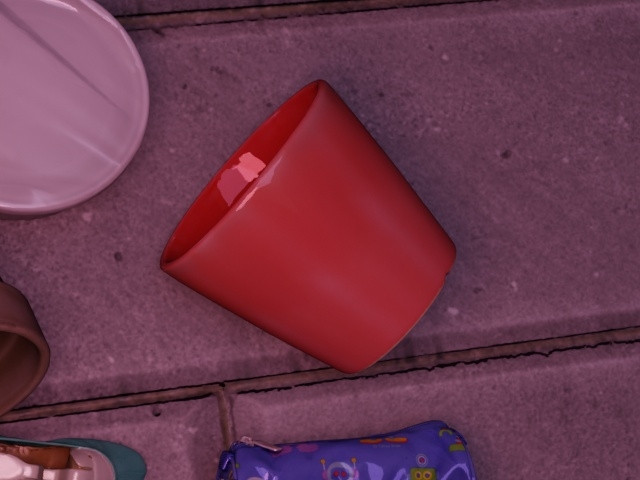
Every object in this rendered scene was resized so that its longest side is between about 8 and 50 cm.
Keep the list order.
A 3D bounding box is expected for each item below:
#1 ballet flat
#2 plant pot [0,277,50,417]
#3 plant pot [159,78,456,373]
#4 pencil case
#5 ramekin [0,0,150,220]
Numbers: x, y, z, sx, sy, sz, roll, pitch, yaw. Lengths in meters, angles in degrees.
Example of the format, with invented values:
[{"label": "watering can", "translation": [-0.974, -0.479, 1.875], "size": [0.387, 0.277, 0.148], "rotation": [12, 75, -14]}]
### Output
[{"label": "ballet flat", "translation": [-0.298, 0.253, 1.755], "size": [0.247, 0.087, 0.083], "rotation": [9, 89, -23]}, {"label": "plant pot", "translation": [-0.475, 0.053, 1.689], "size": [0.323, 0.323, 0.280], "rotation": [-18, 67, -15]}, {"label": "plant pot", "translation": [0.000, 0.000, 1.815], "size": [0.243, 0.275, 0.275], "rotation": [40, 74, -11]}, {"label": "pencil case", "translation": [0.026, 0.274, 1.828], "size": [0.306, 0.119, 0.133], "rotation": [-4, 97, -14]}, {"label": "ramekin", "translation": [-0.333, -0.145, 1.813], "size": [0.273, 0.127, 0.272], "rotation": [4, 75, -16]}]
